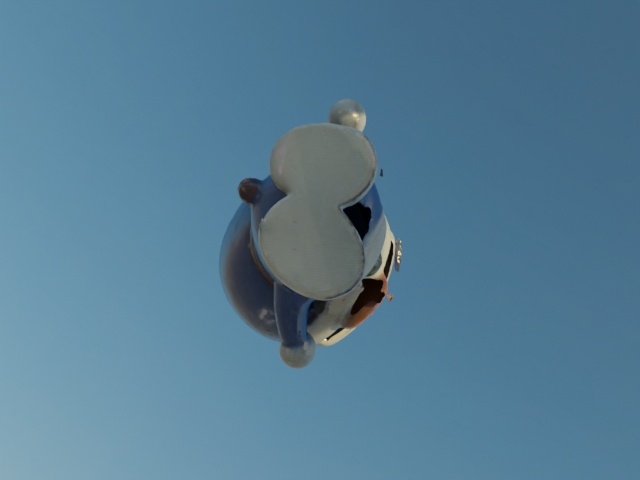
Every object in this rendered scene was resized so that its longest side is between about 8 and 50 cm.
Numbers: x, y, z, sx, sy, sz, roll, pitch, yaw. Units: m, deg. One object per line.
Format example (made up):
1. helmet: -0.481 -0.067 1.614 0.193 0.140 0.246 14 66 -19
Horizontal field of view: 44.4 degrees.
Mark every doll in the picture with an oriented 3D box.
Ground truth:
1. doll: 0.000 0.000 0.656 0.161 0.215 0.257 20 -11 -2
